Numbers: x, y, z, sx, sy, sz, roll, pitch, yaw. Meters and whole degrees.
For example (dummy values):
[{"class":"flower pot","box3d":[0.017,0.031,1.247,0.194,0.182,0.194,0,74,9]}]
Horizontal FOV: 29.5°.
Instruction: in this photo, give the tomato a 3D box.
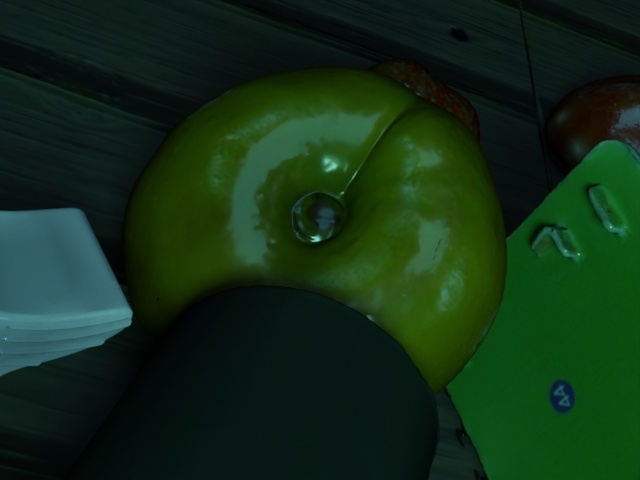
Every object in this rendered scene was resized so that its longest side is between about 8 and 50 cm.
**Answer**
[{"class":"tomato","box3d":[0.307,-0.097,1.142,0.174,0.082,0.166,-17,64,-43]}]

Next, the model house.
[{"class":"model house","box3d":[0.300,0.139,0.826,0.312,0.242,0.358,1,51,-34]}]

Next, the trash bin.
[{"class":"trash bin","box3d":[-0.058,0.184,0.582,0.214,0.214,0.334,31,40,-4]}]

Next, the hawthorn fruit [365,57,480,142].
[{"class":"hawthorn fruit","box3d":[0.053,-0.061,0.930,0.133,0.133,0.138,39,59,5]}]

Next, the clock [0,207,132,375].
[{"class":"clock","box3d":[-0.223,0.022,0.581,0.290,0.275,0.080,-8,53,-40]}]

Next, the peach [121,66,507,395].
[{"class":"peach","box3d":[0.000,0.000,0.790,0.251,0.153,0.251,3,66,-6]}]
